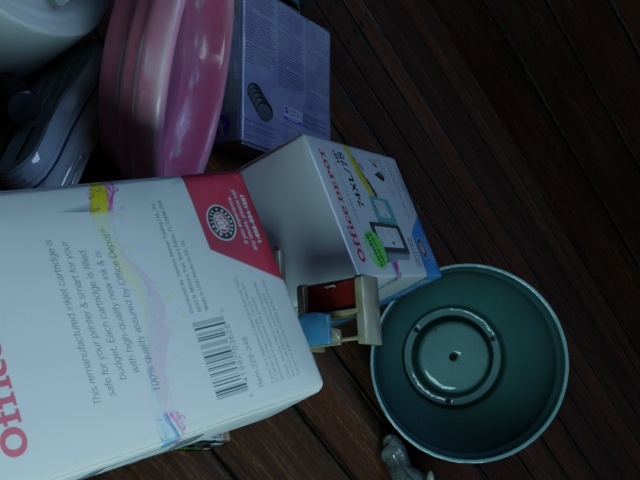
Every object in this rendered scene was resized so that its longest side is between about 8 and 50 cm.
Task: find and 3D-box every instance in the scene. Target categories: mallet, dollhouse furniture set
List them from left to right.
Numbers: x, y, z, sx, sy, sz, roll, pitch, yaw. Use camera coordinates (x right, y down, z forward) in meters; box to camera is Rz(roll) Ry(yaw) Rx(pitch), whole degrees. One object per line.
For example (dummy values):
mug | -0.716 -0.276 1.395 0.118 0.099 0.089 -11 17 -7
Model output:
mallet | -0.354 -0.153 0.778 0.062 0.039 0.189 35 14 33
dollhouse furniture set | -0.049 0.054 0.881 0.129 0.183 0.129 17 66 -57

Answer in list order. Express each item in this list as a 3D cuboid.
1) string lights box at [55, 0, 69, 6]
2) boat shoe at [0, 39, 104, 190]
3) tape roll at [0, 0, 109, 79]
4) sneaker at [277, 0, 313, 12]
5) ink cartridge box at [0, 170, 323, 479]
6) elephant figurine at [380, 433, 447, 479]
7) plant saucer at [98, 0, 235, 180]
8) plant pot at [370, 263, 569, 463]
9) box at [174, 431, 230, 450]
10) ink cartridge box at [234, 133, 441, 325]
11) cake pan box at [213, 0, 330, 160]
string lights box | -0.248 -0.364 0.912 0.133 0.076 0.260 53 28 -18
boat shoe | -0.275 -0.121 0.883 0.076 0.083 0.226 57 36 -40
tape roll | -0.361 -0.316 0.864 0.286 0.100 0.286 42 34 -36
sneaker | -0.077 -0.420 1.450 0.295 0.123 0.179 -1 62 -54
ink cartridge box | -0.179 0.074 0.692 0.306 0.131 0.226 -9 73 -39
elephant figurine | 0.188 0.406 1.163 0.239 0.169 0.186 -101 -177 -61
plant saucer | -0.174 -0.194 0.945 0.332 0.084 0.332 11 90 -88
plant pot | 0.222 0.188 1.311 0.196 0.293 0.293 71 -6 -85
box | -0.179 0.152 0.834 0.207 0.036 0.114 22 47 -53
ink cartridge box | 0.000 0.000 1.120 0.270 0.197 0.198 3 63 -61
cake pan box | -0.068 -0.242 1.286 0.266 0.070 0.246 9 81 -58
